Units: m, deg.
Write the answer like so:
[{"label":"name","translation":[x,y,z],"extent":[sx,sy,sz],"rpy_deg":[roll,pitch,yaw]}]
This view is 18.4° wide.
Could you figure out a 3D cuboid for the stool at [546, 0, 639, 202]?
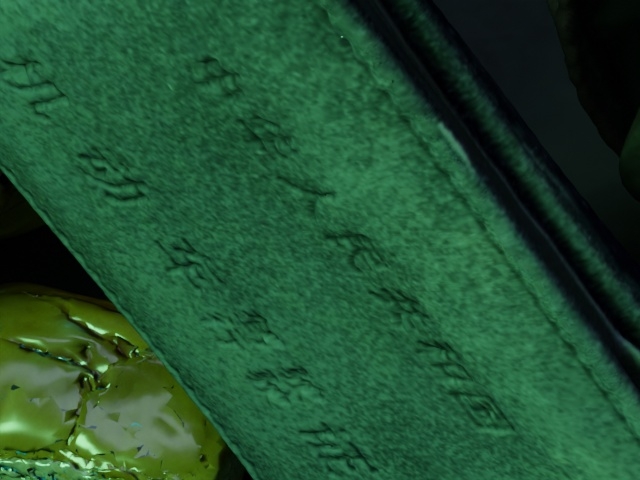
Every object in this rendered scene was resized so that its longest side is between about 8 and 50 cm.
[{"label":"stool","translation":[0.191,-0.042,0.528],"extent":[0.272,0.272,0.178],"rpy_deg":[3,52,7]}]

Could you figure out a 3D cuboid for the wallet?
[{"label":"wallet","translation":[-0.001,0.002,0.477],"extent":[0.167,0.222,0.036],"rpy_deg":[-6,41,50]}]

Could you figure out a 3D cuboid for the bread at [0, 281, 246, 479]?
[{"label":"bread","translation":[-0.071,0.049,0.585],"extent":[0.106,0.053,0.072],"rpy_deg":[18,49,15]}]

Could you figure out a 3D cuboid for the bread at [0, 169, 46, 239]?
[{"label":"bread","translation":[-0.173,-0.073,0.642],"extent":[0.324,0.167,0.277],"rpy_deg":[-40,51,-20]}]
